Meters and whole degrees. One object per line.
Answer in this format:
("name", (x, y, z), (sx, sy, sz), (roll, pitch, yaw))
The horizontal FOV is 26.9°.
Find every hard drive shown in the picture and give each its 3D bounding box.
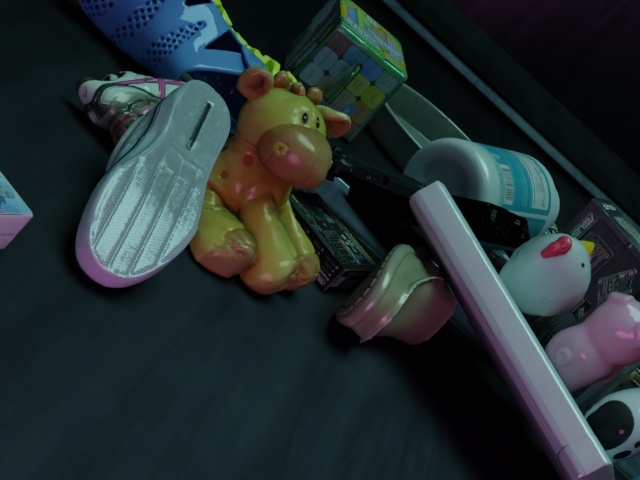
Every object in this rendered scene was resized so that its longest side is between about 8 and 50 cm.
("hard drive", (0.214, 0.124, 1.466), (0.353, 0.047, 0.233), (62, 2, 25))

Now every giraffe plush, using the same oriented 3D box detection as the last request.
("giraffe plush", (-0.052, -0.073, 1.325), (0.210, 0.170, 0.181), (50, 20, 18))

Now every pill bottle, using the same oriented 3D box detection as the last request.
("pill bottle", (0.238, -0.060, 1.892), (0.264, 0.146, 0.146), (7, 41, -53))

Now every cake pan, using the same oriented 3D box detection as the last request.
("cake pan", (0.178, -0.142, 2.113), (0.293, 0.054, 0.293), (38, 20, -16))

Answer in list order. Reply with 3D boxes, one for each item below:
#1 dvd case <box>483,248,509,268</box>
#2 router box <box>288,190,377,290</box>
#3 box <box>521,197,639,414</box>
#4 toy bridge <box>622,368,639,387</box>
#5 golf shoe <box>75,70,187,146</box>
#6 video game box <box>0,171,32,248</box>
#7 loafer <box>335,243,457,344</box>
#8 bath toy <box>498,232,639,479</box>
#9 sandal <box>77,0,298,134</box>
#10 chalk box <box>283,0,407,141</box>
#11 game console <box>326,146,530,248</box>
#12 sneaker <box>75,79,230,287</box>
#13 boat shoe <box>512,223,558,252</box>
("dvd case", (0.238, 0.002, 1.995), (0.119, 0.013, 0.087), (19, 31, -49))
("router box", (0.000, 0.000, 1.481), (0.122, 0.038, 0.092), (51, 21, 18))
("box", (0.322, 0.091, 1.647), (0.056, 0.231, 0.183), (6, 42, -56))
("toy bridge", (0.451, 0.189, 2.015), (0.188, 0.026, 0.063), (34, 19, -26))
("golf shoe", (-0.180, -0.148, 1.380), (0.086, 0.067, 0.186), (45, 19, 8))
("video game box", (-0.331, -0.078, 0.963), (0.205, 0.048, 0.187), (50, 22, 15))
("loafer", (0.095, 0.064, 1.443), (0.092, 0.102, 0.268), (44, 17, 8))
("bath toy", (0.335, 0.128, 1.523), (0.348, 0.151, 0.129), (60, -21, 23))
("sandal", (-0.147, -0.212, 1.510), (0.317, 0.126, 0.138), (38, 24, -13))
("chalk box", (0.035, -0.243, 1.917), (0.132, 0.132, 0.213), (38, 21, -18))
("game console", (0.085, -0.057, 1.612), (0.213, 0.044, 0.361), (14, -4, 41))
("sneaker", (-0.155, -0.039, 1.186), (0.094, 0.091, 0.258), (44, 39, -15))
("boat shoe", (0.343, -0.004, 2.119), (0.223, 0.073, 0.080), (29, 20, -47))
